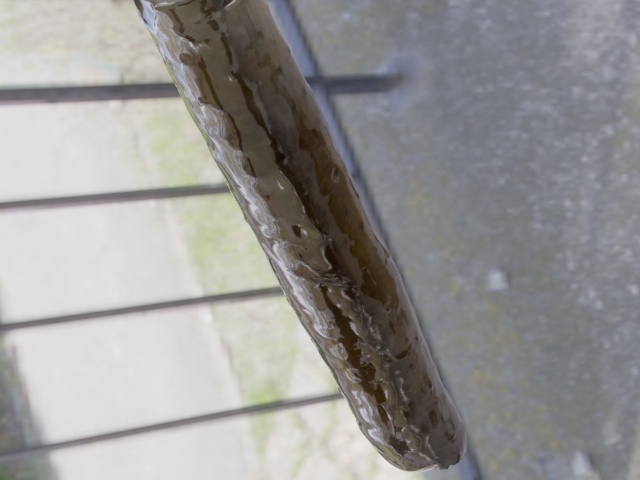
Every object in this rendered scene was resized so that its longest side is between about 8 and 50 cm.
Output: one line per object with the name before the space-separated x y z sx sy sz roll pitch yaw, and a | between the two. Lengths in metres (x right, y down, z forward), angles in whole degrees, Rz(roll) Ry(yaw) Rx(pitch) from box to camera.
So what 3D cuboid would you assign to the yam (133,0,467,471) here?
yam | 0.000 0.000 0.655 0.046 0.046 0.264 25 150 47
